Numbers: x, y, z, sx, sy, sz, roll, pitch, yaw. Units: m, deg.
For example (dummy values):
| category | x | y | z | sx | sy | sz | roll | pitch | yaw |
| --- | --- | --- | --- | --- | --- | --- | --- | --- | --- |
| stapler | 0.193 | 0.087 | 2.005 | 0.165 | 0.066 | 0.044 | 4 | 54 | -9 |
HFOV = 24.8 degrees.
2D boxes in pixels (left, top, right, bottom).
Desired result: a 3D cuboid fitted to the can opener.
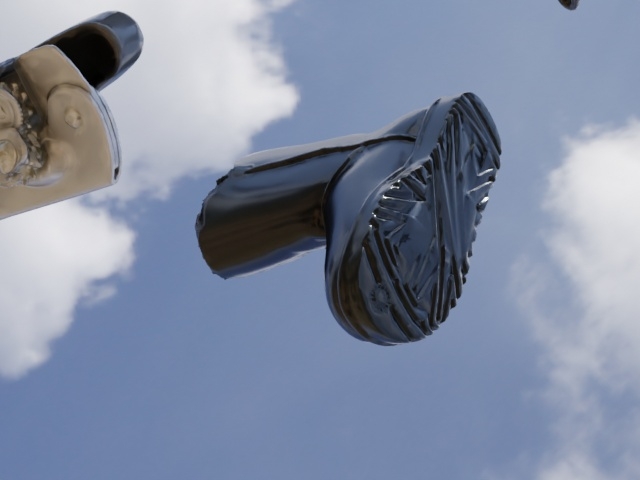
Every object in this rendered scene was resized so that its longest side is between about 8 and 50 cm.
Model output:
| category | x | y | z | sx | sy | sz | roll | pitch | yaw |
| --- | --- | --- | --- | --- | --- | --- | --- | --- | --- |
| can opener | -0.204 | -0.038 | 0.755 | 0.280 | 0.093 | 0.074 | -16 | -73 | 30 |

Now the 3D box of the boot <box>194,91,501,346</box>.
| category | x | y | z | sx | sy | sz | roll | pitch | yaw |
| --- | --- | --- | --- | --- | --- | --- | --- | --- | --- |
| boot | 0.000 | 0.000 | 1.001 | 0.207 | 0.246 | 0.094 | -16 | -61 | 33 |

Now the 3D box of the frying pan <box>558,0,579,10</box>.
| category | x | y | z | sx | sy | sz | roll | pitch | yaw |
| --- | --- | --- | --- | --- | --- | --- | --- | --- | --- |
| frying pan | 0.153 | -0.334 | 1.251 | 0.197 | 0.053 | 0.326 | 32 | -27 | 17 |
